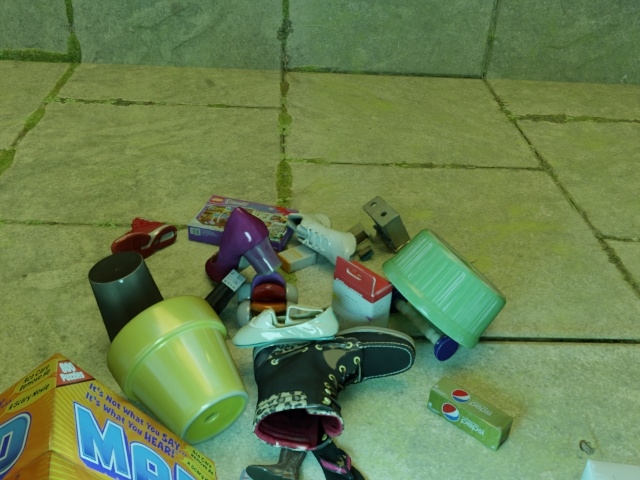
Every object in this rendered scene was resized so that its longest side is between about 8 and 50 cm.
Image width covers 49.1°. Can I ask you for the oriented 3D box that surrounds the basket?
[{"bbox_3d":[-0.438,0.153,1.628,0.154,0.227,0.204,-11,32,4],"label":"basket"}]

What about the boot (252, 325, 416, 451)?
[{"bbox_3d":[0.029,0.312,1.512,0.377,0.138,0.284,0,25,1],"label":"boot"}]

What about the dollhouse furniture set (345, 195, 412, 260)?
[{"bbox_3d":[0.153,-0.015,2.117,0.183,0.129,0.129,-35,41,-4],"label":"dollhouse furniture set"}]

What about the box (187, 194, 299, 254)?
[{"bbox_3d":[-0.232,-0.048,2.152,0.293,0.057,0.201,11,34,11],"label":"box"}]

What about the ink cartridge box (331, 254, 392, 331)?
[{"bbox_3d":[0.100,0.145,1.721,0.078,0.231,0.134,-25,43,-37],"label":"ink cartridge box"}]

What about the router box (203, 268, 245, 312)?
[{"bbox_3d":[-0.269,0.166,1.740,0.046,0.133,0.179,39,37,1],"label":"router box"}]

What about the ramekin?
[{"bbox_3d":[0.312,0.109,1.731,0.303,0.148,0.303,40,10,-8],"label":"ramekin"}]

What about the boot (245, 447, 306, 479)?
[{"bbox_3d":[-0.086,0.441,1.401,0.106,0.037,0.114,16,21,3],"label":"boot"}]

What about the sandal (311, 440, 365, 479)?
[{"bbox_3d":[0.028,0.446,1.419,0.067,0.040,0.179,-16,37,-28],"label":"sandal"}]

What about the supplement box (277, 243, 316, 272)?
[{"bbox_3d":[-0.070,0.052,2.031,0.098,0.036,0.062,-19,40,-32],"label":"supplement box"}]

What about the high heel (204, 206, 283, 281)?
[{"bbox_3d":[-0.236,0.003,1.831,0.127,0.181,0.377,-40,17,-33],"label":"high heel"}]

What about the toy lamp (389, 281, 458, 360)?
[{"bbox_3d":[0.241,0.196,1.800,0.080,0.080,0.274,-16,38,-29],"label":"toy lamp"}]

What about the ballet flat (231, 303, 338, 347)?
[{"bbox_3d":[-0.084,0.184,1.576,0.248,0.086,0.086,-6,32,4],"label":"ballet flat"}]

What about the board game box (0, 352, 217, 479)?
[{"bbox_3d":[-0.364,0.455,0.944,0.356,0.356,0.356,-36,36,7],"label":"board game box"}]

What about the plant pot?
[{"bbox_3d":[-0.282,0.285,1.473,0.254,0.254,0.239,-21,56,-33],"label":"plant pot"}]

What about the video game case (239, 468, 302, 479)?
[{"bbox_3d":[-0.084,0.503,1.342,0.166,0.015,0.119,9,32,7],"label":"video game case"}]

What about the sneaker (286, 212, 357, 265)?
[{"bbox_3d":[0.000,0.000,2.030,0.129,0.111,0.297,8,16,-34],"label":"sneaker"}]

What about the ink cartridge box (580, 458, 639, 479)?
[{"bbox_3d":[0.593,0.508,1.232,0.278,0.202,0.117,6,32,4],"label":"ink cartridge box"}]

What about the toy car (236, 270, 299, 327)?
[{"bbox_3d":[-0.133,0.143,1.789,0.159,0.136,0.182,1,33,-4],"label":"toy car"}]

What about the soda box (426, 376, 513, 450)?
[{"bbox_3d":[0.327,0.378,1.538,0.181,0.061,0.058,27,39,32],"label":"soda box"}]

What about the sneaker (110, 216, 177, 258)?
[{"bbox_3d":[-0.541,-0.006,2.050,0.128,0.087,0.221,18,22,36],"label":"sneaker"}]
